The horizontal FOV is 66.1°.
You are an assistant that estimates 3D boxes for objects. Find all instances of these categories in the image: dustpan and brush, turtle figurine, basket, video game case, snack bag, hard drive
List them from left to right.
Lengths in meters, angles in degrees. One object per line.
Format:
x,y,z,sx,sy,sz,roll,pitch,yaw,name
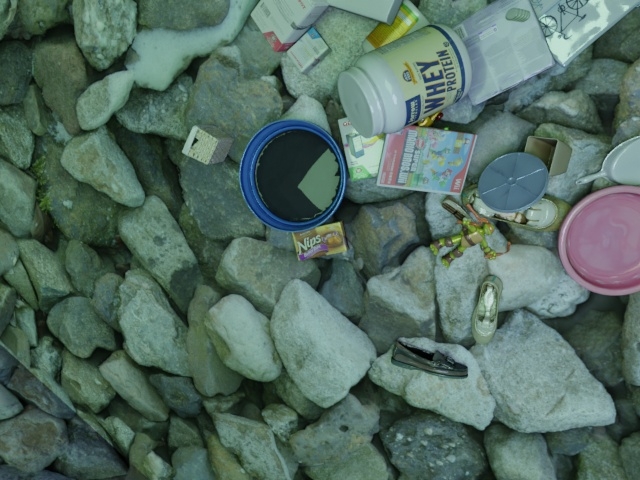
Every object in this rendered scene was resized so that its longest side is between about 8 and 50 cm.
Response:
-0.396,-0.340,1.753,0.103,0.167,0.113,31,108,4,basket
0.120,-0.819,1.500,0.353,0.047,0.233,34,110,32,hard drive
0.332,-0.255,1.556,0.285,0.025,0.204,6,115,-7,video game case
0.467,-0.012,1.585,0.217,0.087,0.269,-30,129,27,turtle figurine
0.721,-0.724,1.416,0.323,0.037,0.342,-40,88,19,snack bag
0.876,-0.209,1.466,0.211,0.060,0.147,-24,106,13,dustpan and brush

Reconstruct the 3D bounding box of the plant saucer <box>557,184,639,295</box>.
0.879,-0.003,1.470,0.332,0.084,0.332,2,103,10,plant saucer

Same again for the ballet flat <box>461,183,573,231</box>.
0.612,-0.098,1.528,0.348,0.123,0.123,15,104,13,ballet flat

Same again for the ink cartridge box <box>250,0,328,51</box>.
-0.102,-0.746,1.587,0.218,0.092,0.159,-33,90,44,ink cartridge box

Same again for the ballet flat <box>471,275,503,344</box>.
0.550,0.239,1.630,0.086,0.086,0.248,7,103,15,ballet flat

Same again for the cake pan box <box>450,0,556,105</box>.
0.525,-0.568,1.467,0.266,0.070,0.246,-24,91,29,cake pan box

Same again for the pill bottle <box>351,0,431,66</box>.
0.216,-0.611,1.532,0.245,0.136,0.136,-43,87,19,pill bottle

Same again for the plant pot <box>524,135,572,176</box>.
0.686,-0.249,1.476,0.096,0.109,0.109,2,105,-28,plant pot

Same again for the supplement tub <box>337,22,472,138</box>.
0.237,-0.450,1.405,0.324,0.235,0.235,-28,92,-11,supplement tub

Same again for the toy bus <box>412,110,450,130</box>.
0.314,-0.387,1.565,0.191,0.104,0.202,-2,100,17,toy bus

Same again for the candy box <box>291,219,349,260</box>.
0.000,0.000,1.761,0.186,0.053,0.109,-11,97,17,candy box

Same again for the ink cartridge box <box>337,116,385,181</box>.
0.160,-0.315,1.631,0.154,0.093,0.212,-10,96,19,ink cartridge box

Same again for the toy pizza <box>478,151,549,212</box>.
0.575,-0.170,1.468,0.201,0.032,0.201,-15,62,29,toy pizza

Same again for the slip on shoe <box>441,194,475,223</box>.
0.458,-0.095,1.613,0.135,0.041,0.051,37,154,-3,slip on shoe

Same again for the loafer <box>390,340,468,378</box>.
0.380,0.415,1.711,0.267,0.096,0.084,8,97,17,loafer

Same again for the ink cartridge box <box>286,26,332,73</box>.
-0.038,-0.634,1.648,0.122,0.052,0.088,-36,89,18,ink cartridge box

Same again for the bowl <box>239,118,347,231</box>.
-0.093,-0.225,1.723,0.391,0.077,0.391,2,98,16,bowl
